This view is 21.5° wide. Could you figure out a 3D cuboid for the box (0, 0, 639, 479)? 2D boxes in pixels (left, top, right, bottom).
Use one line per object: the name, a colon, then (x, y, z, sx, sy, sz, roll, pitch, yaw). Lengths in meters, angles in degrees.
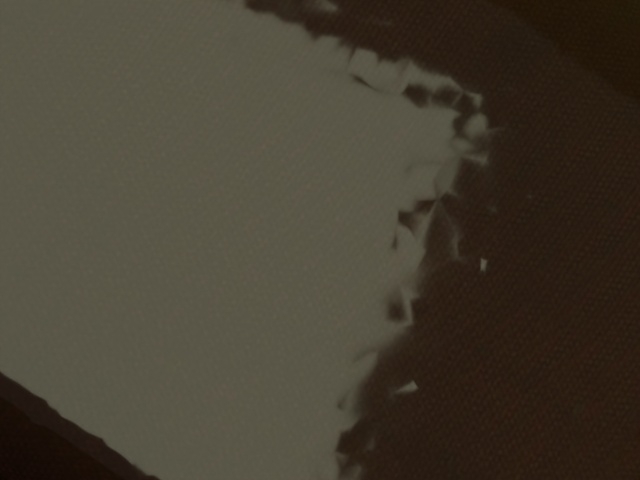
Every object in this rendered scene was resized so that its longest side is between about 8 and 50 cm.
box: (0.000, 0.000, 0.526, 0.404, 0.108, 0.263, 39, 78, -10)
